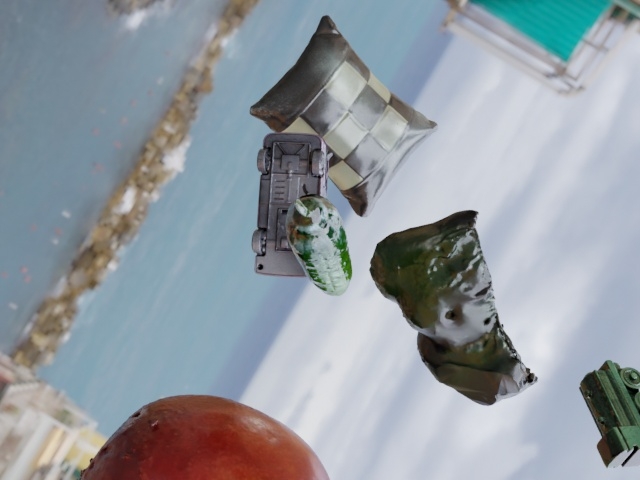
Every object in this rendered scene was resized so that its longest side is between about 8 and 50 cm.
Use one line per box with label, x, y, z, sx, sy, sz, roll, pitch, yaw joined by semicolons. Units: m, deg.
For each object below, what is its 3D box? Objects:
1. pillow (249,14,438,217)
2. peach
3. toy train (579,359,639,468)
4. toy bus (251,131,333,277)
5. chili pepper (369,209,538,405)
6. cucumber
pillow;0.035;-0.178;1.700;0.186;0.250;0.106;-50;-158;-8
peach;-0.149;0.380;1.506;0.370;0.370;0.370;-60;179;-1
toy train;0.443;0.254;1.723;0.071;0.111;0.170;117;-35;-42
toy bus;-0.034;-0.042;1.462;0.098;0.086;0.178;16;78;-78
chili pepper;0.153;0.099;1.300;0.148;0.264;0.116;-10;-138;31
cucumber;0.000;0.000;1.105;0.056;0.056;0.250;-59;166;-13
